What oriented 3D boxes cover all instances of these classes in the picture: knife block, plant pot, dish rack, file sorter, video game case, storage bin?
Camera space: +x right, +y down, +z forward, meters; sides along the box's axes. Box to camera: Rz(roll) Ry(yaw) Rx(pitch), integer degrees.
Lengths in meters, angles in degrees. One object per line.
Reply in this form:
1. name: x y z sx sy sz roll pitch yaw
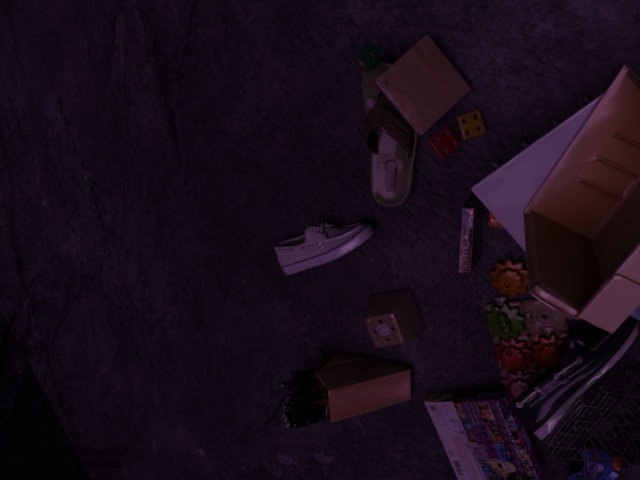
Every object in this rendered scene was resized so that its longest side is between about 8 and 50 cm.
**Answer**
1. knife block: 0.051 0.365 1.282 0.275 0.242 0.088 6 113 26
2. plant pot: 0.160 0.185 1.241 0.108 0.096 0.109 -16 102 32
3. dish rack: 0.548 0.335 1.020 0.271 0.074 0.208 10 120 -19
4. file sorter: 0.435 -0.125 0.921 0.193 0.173 0.277 47 124 -6
5. video game case: 0.372 0.454 1.249 0.210 0.041 0.232 -18 100 42
6. storage bin: 0.393 -0.058 0.717 0.123 0.260 0.262 26 124 3

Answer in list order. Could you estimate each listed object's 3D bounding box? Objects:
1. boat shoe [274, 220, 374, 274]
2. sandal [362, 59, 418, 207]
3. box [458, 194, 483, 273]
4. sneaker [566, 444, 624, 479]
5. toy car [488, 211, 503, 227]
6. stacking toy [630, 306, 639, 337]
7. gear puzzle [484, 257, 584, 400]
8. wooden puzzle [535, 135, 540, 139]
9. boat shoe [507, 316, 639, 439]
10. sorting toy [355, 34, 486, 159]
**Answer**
1. boat shoe: 0.000 0.000 1.261 0.267 0.096 0.088 -21 103 41
2. sandal: 0.140 -0.208 1.104 0.120 0.086 0.303 3 110 27
3. box: 0.301 -0.013 1.091 0.027 0.094 0.137 8 112 25
4. sneaker: 0.570 0.527 1.179 0.087 0.083 0.221 29 115 31
5. toy car: 0.383 -0.034 1.072 0.122 0.040 0.060 26 119 18
6. stacking toy: 0.566 0.130 0.833 0.308 0.279 0.131 21 98 -28
7. gear puzzle: 0.433 0.194 1.131 0.175 0.044 0.339 -11 104 31
8. wooden puzzle: 0.435 -0.166 1.013 0.083 0.006 0.049 33 121 13
9. boat shoe: 0.486 0.242 1.046 0.091 0.114 0.303 42 92 23
10. sorting toy: 0.195 -0.283 1.036 0.132 0.046 0.274 -43 98 -3
